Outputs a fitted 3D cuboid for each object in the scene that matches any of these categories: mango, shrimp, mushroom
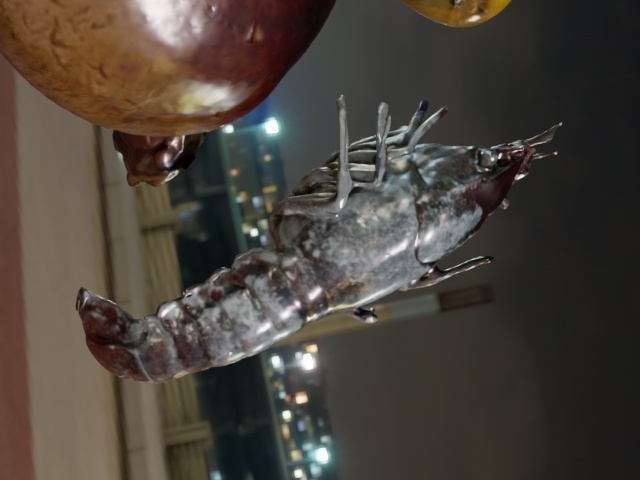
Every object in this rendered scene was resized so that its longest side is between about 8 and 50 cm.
[{"bbox_3d":[0.135,-0.350,1.546,0.251,0.156,0.114,48,-27,33],"label":"mango"},{"bbox_3d":[0.005,0.001,1.050,0.166,0.411,0.221,41,-20,41],"label":"shrimp"},{"bbox_3d":[-0.128,-0.243,0.977,0.334,0.331,0.356,36,-8,-24],"label":"mushroom"}]
